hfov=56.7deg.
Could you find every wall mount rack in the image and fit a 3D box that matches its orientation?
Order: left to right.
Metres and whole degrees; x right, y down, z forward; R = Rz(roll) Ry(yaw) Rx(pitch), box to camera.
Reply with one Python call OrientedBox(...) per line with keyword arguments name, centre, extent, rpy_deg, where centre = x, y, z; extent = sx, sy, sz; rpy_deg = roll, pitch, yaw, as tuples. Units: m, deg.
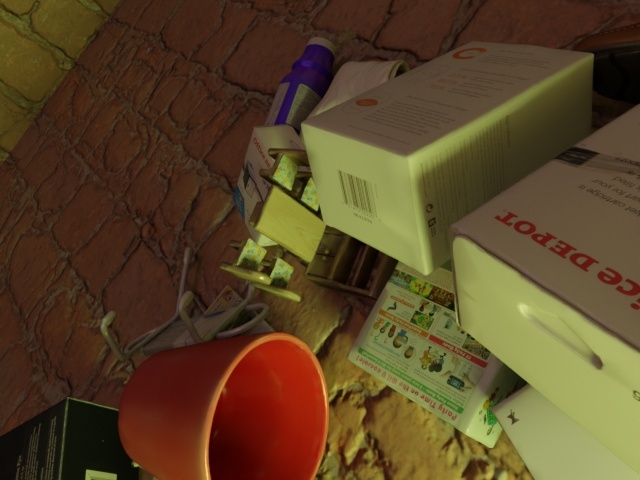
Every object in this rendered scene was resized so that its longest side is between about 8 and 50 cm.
OrientedBox(name="wall mount rack", centre=(-0.241, 0.105, 1.150), extent=(0.350, 0.130, 0.304), rpy_deg=(-15, 16, 30))

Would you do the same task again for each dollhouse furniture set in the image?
OrientedBox(name="dollhouse furniture set", centre=(0.000, 0.000, 0.964), extent=(0.161, 0.242, 0.212), rpy_deg=(10, 73, 42))

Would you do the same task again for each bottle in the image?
OrientedBox(name="bottle", centre=(-0.038, -0.293, 1.251), extent=(0.092, 0.118, 0.283), rpy_deg=(4, 69, 41))

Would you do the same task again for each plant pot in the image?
OrientedBox(name="plant pot", centre=(-0.161, 0.273, 0.914), extent=(0.243, 0.275, 0.275), rpy_deg=(-3, 64, 36))

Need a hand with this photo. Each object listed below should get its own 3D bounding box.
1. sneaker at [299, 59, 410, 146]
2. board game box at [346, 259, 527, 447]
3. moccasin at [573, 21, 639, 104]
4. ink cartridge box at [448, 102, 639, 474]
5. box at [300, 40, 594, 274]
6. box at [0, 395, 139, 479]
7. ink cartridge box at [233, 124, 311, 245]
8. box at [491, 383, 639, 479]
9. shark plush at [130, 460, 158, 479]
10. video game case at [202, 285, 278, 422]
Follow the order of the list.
OrientedBox(name="sneaker", centre=(0.070, -0.227, 1.134), extent=(0.169, 0.108, 0.292), rpy_deg=(10, 71, 45))
OrientedBox(name="board game box", centre=(0.207, 0.095, 0.845), extent=(0.224, 0.097, 0.303), rpy_deg=(25, 81, 45))
OrientedBox(name="moccasin", centre=(0.530, -0.273, 0.767), extent=(0.380, 0.139, 0.147), rpy_deg=(-6, 56, 39))
OrientedBox(name="ink cartridge box", centre=(0.370, 0.013, 0.597), extent=(0.395, 0.166, 0.285), rpy_deg=(-30, 42, -18))
OrientedBox(name="box", centre=(0.183, -0.136, 0.828), extent=(0.345, 0.168, 0.215), rpy_deg=(-31, 36, -24))
OrientedBox(name="box", centre=(-0.514, 0.525, 1.122), extent=(0.312, 0.179, 0.343), rpy_deg=(-29, 50, 23))
OrientedBox(name="ink cartridge box", centre=(-0.090, -0.104, 1.134), extent=(0.139, 0.082, 0.190), rpy_deg=(60, 144, 31))
OrientedBox(name="box", centre=(0.326, 0.225, 0.657), extent=(0.181, 0.119, 0.182), rpy_deg=(-40, 47, 15))
OrientedBox(name="shark plush", centre=(-0.288, 0.382, 1.106), extent=(0.161, 0.073, 0.067), rpy_deg=(-39, 28, 19))
OrientedBox(name="video game case", centre=(-0.195, 0.224, 1.135), extent=(0.227, 0.026, 0.206), rpy_deg=(-52, 45, -3))
